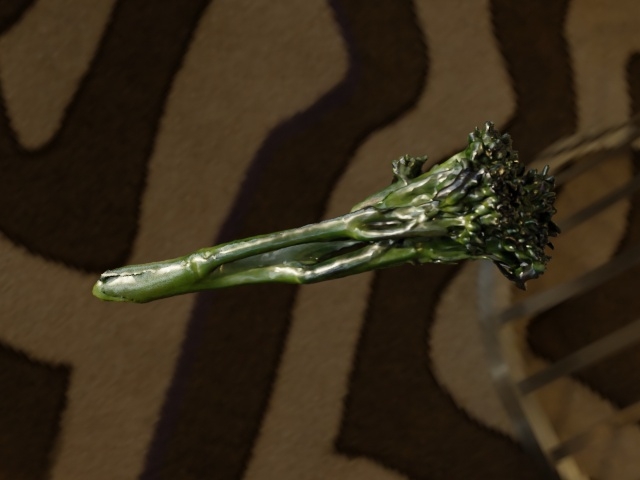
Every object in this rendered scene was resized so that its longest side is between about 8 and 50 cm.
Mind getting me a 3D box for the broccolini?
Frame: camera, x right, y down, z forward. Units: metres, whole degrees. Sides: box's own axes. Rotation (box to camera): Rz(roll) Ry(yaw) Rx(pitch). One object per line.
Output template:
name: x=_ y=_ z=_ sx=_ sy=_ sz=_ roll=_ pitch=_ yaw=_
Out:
broccolini: x=0.000 y=-0.008 z=0.771 sx=0.201 sy=0.074 sz=0.058 roll=-4 pitch=47 yaw=12
